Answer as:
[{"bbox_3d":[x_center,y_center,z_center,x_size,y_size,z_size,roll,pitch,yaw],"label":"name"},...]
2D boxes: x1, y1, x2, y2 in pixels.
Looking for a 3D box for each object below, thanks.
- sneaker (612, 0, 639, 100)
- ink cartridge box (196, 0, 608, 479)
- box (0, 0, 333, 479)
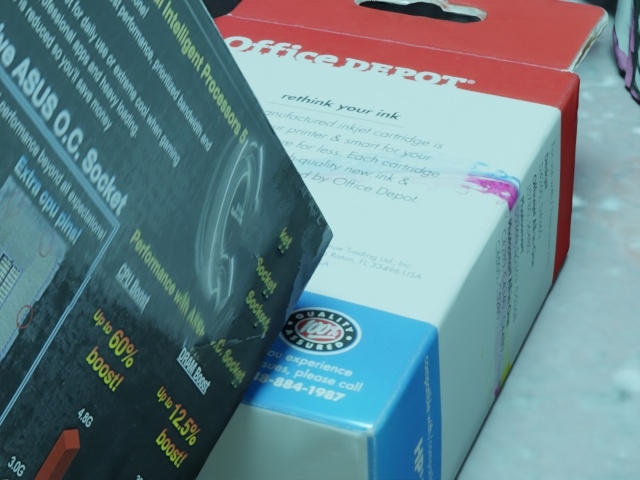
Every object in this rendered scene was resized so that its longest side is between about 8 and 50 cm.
[{"bbox_3d":[0.156,-0.110,0.744,0.077,0.072,0.178,0,41,-13],"label":"sneaker"},{"bbox_3d":[0.000,0.000,0.598,0.134,0.078,0.231,12,39,20],"label":"ink cartridge box"},{"bbox_3d":[-0.124,0.011,0.345,0.077,0.307,0.242,19,68,28],"label":"box"}]
